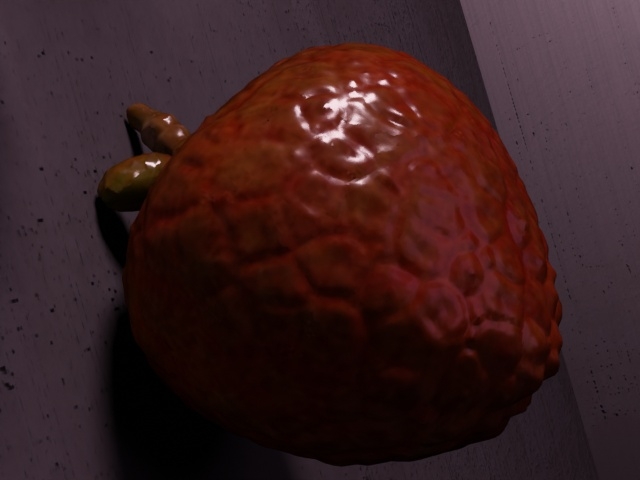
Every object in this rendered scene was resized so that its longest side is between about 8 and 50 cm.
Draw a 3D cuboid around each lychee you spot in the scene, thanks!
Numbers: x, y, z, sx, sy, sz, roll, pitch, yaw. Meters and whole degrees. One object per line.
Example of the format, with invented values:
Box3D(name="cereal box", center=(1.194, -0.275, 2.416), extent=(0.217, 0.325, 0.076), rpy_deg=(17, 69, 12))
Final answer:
Box3D(name="lychee", center=(0.000, 0.000, 0.756), extent=(0.300, 0.255, 0.255), rpy_deg=(40, 17, 5))
